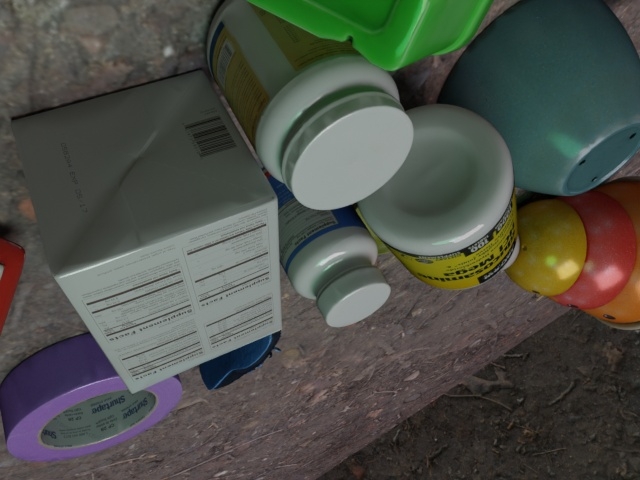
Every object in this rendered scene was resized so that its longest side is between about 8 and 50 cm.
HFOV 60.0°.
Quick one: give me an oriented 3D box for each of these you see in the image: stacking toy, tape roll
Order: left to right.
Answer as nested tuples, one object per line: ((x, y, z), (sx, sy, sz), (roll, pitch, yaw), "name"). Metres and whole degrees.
((-0.379, 0.262, 0.932), (0.275, 0.090, 0.275), (-22, 148, -15), "tape roll")
((0.511, 0.015, 1.216), (0.480, 0.350, 0.350), (4, 139, -17), "stacking toy")

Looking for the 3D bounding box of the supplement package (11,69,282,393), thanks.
((-0.170, -0.001, 0.611), (0.198, 0.199, 0.262), (-21, 149, -17), "supplement package")

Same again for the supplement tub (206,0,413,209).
((-0.014, -0.142, 0.537), (0.144, 0.199, 0.144), (-22, 149, -14), "supplement tub")

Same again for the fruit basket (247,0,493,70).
((0.092, -0.330, 0.372), (0.392, 0.283, 0.392), (-63, 179, -1), "fruit basket")

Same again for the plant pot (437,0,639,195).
((0.342, -0.178, 0.798), (0.290, 0.195, 0.290), (-22, 149, -14), "plant pot")

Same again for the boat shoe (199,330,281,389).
((-0.146, 0.199, 1.054), (0.089, 0.109, 0.258), (-9, 161, -43), "boat shoe")

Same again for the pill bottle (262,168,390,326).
((0.000, 0.000, 0.739), (0.124, 0.221, 0.124), (-22, 149, -14), "pill bottle")

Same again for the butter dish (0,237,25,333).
((-0.422, 0.056, 0.572), (0.160, 0.118, 0.160), (26, 76, -57), "butter dish")

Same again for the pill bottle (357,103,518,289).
((0.181, -0.034, 0.786), (0.188, 0.188, 0.334), (-35, 155, 8), "pill bottle")

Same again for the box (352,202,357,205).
((0.061, -0.099, 0.813), (0.083, 0.052, 0.062), (-28, 150, -4), "box")

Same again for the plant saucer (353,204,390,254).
((0.143, -0.065, 0.950), (0.241, 0.037, 0.241), (-21, 149, -14), "plant saucer")
